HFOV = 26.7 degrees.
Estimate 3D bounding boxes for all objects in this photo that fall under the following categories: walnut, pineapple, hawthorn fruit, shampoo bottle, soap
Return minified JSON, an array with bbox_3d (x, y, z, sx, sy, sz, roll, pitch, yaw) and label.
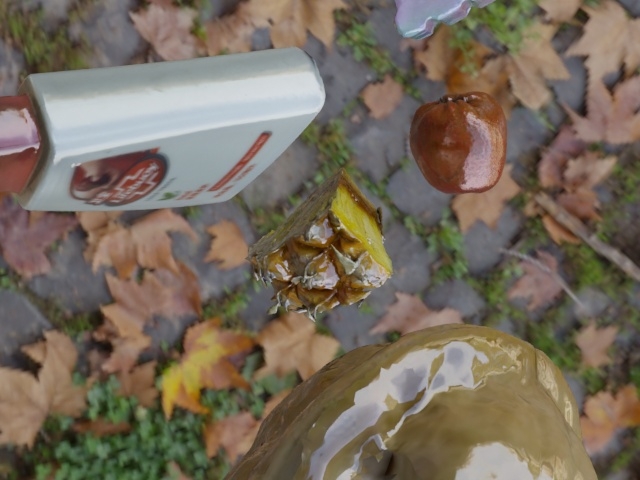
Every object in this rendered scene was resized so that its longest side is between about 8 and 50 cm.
[{"bbox_3d":[0.063,0.263,1.168,0.383,0.383,0.384,-8,119,-15],"label":"walnut"},{"bbox_3d":[0.000,0.000,1.608,0.186,0.236,0.114,-47,112,-23],"label":"pineapple"},{"bbox_3d":[0.183,-0.125,1.782,0.132,0.133,0.138,-20,108,-8],"label":"hawthorn fruit"},{"bbox_3d":[-0.149,-0.068,0.869,0.284,0.071,0.153,-8,160,-40],"label":"shampoo bottle"},{"bbox_3d":[0.094,-0.186,0.942,0.100,0.149,0.056,-26,93,11],"label":"soap"}]
